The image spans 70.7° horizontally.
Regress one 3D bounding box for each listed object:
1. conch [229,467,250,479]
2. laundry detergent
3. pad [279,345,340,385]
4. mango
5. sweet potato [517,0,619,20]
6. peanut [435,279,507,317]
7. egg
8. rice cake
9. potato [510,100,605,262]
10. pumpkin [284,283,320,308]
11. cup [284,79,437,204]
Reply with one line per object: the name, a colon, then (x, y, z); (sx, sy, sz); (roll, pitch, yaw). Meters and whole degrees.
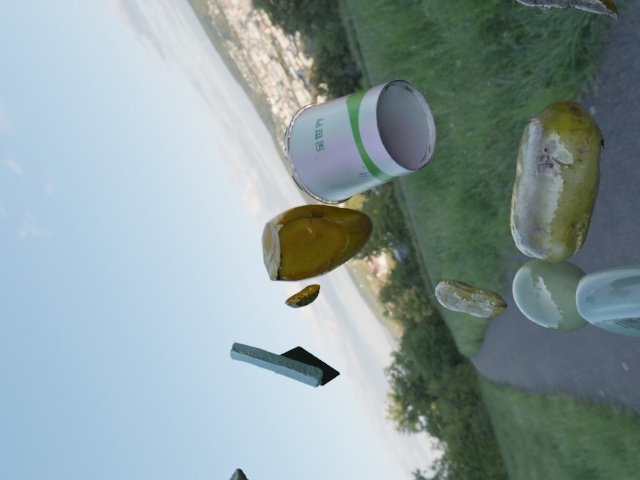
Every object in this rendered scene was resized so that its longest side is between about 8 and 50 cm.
conch: (-0.161, 0.551, 0.788); (0.170, 0.386, 0.203); (21, -160, 7)
laundry detergent: (0.707, 0.099, 0.809); (0.398, 0.264, 0.124); (133, 153, -69)
pad: (-0.030, 0.348, 1.260); (0.157, 0.003, 0.112); (27, -163, 27)
mango: (0.000, 0.000, 1.019); (0.138, 0.257, 0.187); (49, 136, 46)
sweet potato: (0.507, -0.529, 0.970); (0.274, 0.067, 0.067); (31, 168, 26)
peanut: (0.348, 0.137, 1.062); (0.175, 0.080, 0.080); (12, 144, 43)
egg: (0.724, 0.166, 1.397); (0.269, 0.219, 0.219); (32, -167, -21)
rice cake: (-0.111, 0.311, 1.135); (0.042, 0.245, 0.045); (-63, -15, -48)
potato: (0.246, -0.059, 0.476); (0.107, 0.080, 0.170); (-23, -60, -69)
pumpkin: (-0.034, 0.121, 0.936); (0.050, 0.083, 0.028); (30, 142, 67)
cup: (0.092, -0.224, 1.009); (0.274, 0.253, 0.253); (-9, 116, 52)
